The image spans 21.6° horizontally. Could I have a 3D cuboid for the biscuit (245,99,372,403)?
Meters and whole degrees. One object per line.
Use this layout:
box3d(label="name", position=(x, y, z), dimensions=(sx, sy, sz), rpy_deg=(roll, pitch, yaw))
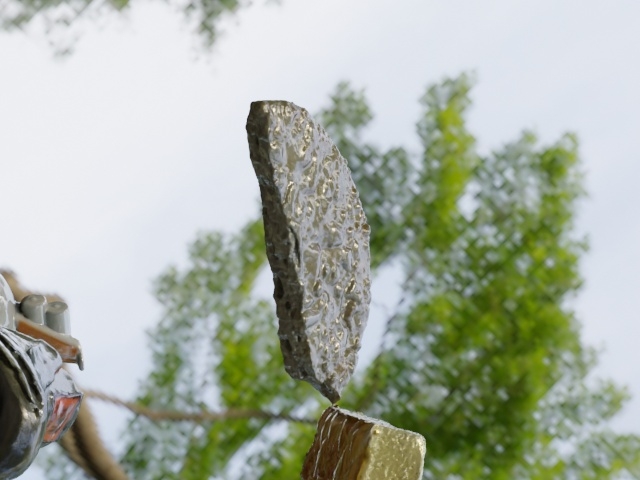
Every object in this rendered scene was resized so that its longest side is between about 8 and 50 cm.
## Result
box3d(label="biscuit", position=(-0.002, 0.000, 1.505), dimensions=(0.038, 0.289, 0.141), rpy_deg=(1, -161, 34))

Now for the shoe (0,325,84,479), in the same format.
box3d(label="shoe", position=(-0.245, 0.120, 1.238), dimensions=(0.336, 0.171, 0.132), rpy_deg=(18, -92, 57))

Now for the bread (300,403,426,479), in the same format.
box3d(label="bread", position=(0.031, 0.212, 1.455), dimensions=(0.188, 0.068, 0.125), rpy_deg=(178, -74, -79))

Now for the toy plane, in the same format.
box3d(label="toy plane", position=(-0.398, 0.141, 1.949), dimensions=(0.245, 0.245, 0.117), rpy_deg=(-41, -155, 10))
